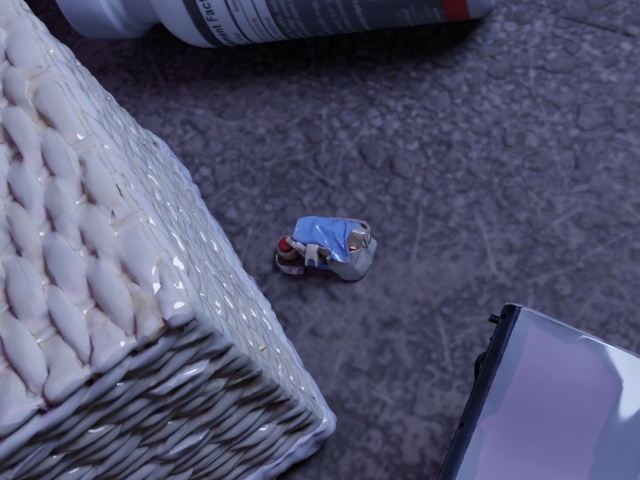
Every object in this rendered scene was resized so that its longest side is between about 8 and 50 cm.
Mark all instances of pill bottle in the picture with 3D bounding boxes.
[{"bbox_3d":[-0.037,-0.275,0.835,0.363,0.210,0.210,-3,63,14],"label":"pill bottle"}]

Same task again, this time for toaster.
[{"bbox_3d":[0.130,0.153,0.597,0.110,0.168,0.185,17,69,22],"label":"toaster"}]

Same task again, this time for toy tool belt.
[{"bbox_3d":[0.000,0.000,0.777,0.083,0.051,0.052,5,65,18],"label":"toy tool belt"}]

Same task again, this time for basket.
[{"bbox_3d":[-0.225,0.060,0.689,0.328,0.266,0.331,-33,58,-2],"label":"basket"}]
